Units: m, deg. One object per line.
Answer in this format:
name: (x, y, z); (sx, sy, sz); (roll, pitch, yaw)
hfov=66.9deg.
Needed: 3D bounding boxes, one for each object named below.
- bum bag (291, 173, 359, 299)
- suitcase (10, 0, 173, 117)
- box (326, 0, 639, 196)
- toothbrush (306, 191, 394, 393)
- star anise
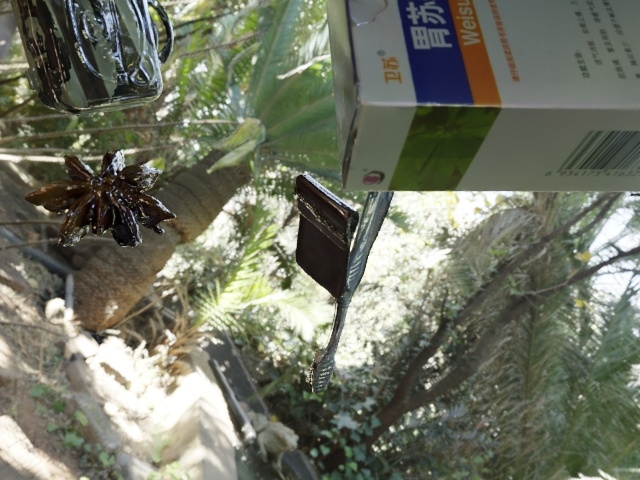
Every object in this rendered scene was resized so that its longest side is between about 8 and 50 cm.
bum bag: (0.000, 0.000, 0.648); (0.109, 0.026, 0.159); (38, -41, 34)
suitcase: (-0.502, -0.472, 1.102); (0.194, 0.339, 0.352); (9, -65, 35)
box: (0.161, -0.149, 0.396); (0.106, 0.299, 0.200); (102, -14, -62)
toothbrush: (0.049, 0.034, 0.685); (0.035, 0.414, 0.042); (12, 14, -23)
star anise: (-0.263, -0.054, 0.588); (0.168, 0.168, 0.057); (53, -45, 10)
